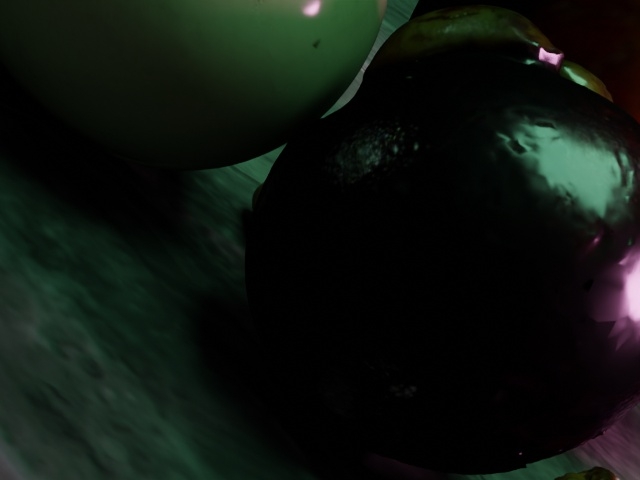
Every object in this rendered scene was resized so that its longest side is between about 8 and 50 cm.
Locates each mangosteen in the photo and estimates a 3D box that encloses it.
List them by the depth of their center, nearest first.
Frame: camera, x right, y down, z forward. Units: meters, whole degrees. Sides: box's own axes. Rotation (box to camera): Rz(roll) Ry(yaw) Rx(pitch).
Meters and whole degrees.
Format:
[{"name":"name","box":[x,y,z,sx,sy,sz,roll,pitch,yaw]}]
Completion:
[{"name":"mangosteen","box":[0.074,-0.014,0.912,0.211,0.211,0.250,31,45,-22]}]

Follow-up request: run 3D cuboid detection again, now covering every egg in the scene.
[{"name":"egg","box":[-0.073,-0.152,0.972,0.219,0.219,0.269,32,17,-21]}]

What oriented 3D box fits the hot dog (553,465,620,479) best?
[{"name":"hot dog","box":[0.143,0.181,0.827,0.160,0.099,0.227,38,17,-7]}]

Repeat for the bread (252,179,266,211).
[{"name":"bread","box":[0.000,0.000,1.046,0.083,0.035,0.070,30,21,-18]}]

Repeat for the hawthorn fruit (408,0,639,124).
[{"name":"hawthorn fruit","box":[0.175,-0.049,1.117,0.316,0.316,0.316,34,21,-15]}]
